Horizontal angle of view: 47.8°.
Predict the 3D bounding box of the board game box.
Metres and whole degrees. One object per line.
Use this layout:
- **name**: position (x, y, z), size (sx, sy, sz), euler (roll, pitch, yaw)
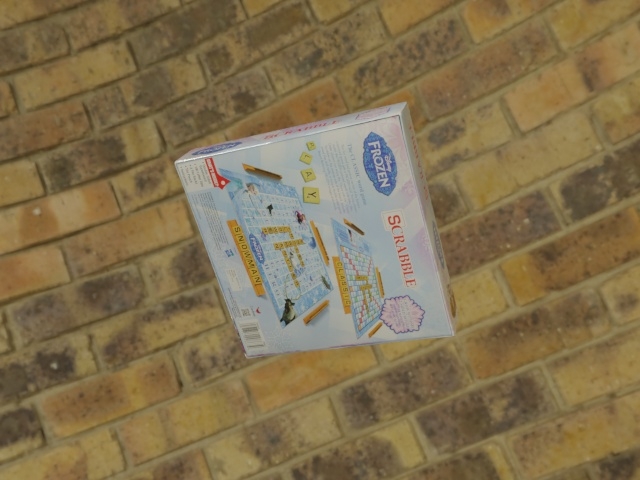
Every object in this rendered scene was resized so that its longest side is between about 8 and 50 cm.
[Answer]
- **board game box**: position (0.000, 0.000, 0.992), size (0.318, 0.319, 0.066), euler (-8, 23, 20)
